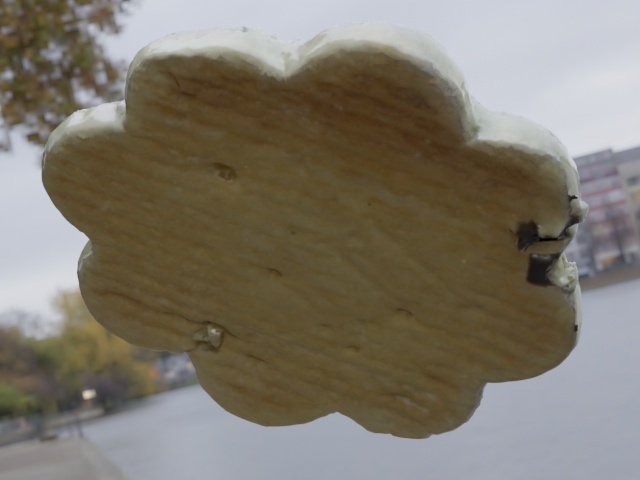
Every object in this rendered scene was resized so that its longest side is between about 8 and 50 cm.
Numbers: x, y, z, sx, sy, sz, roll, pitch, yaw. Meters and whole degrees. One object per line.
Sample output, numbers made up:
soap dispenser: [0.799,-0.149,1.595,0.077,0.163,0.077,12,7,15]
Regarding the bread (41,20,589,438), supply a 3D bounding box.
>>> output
bread: [0.000,0.000,0.849,0.316,0.316,0.054,-16,38,31]
